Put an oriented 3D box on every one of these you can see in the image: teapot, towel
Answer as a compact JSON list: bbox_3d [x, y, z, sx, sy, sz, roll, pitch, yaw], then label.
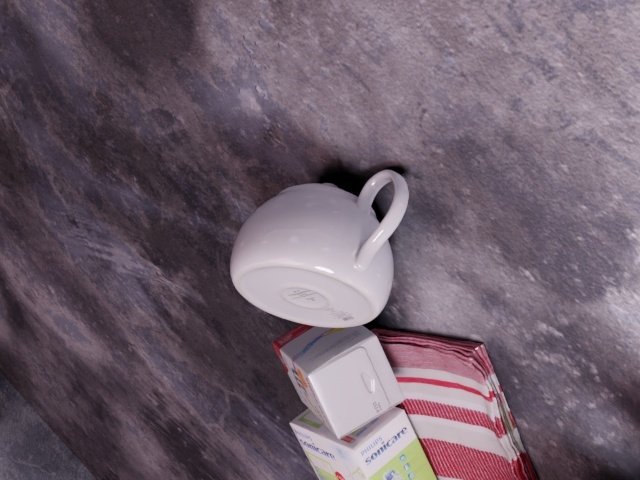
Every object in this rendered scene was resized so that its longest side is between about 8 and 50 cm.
[{"bbox_3d":[0.000,0.000,1.538,0.256,0.187,0.252,9,154,11],"label":"teapot"},{"bbox_3d":[0.212,0.289,1.690,0.237,0.037,0.329,3,125,49],"label":"towel"}]

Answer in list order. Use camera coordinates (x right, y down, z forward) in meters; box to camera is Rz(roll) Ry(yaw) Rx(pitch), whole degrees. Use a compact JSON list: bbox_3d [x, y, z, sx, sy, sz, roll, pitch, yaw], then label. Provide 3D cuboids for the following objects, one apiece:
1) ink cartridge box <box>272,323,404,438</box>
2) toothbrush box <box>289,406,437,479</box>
[{"bbox_3d":[0.027,0.206,1.693,0.128,0.127,0.176,65,166,-19],"label":"ink cartridge box"},{"bbox_3d":[0.097,0.415,1.845,0.206,0.122,0.283,10,128,57],"label":"toothbrush box"}]
